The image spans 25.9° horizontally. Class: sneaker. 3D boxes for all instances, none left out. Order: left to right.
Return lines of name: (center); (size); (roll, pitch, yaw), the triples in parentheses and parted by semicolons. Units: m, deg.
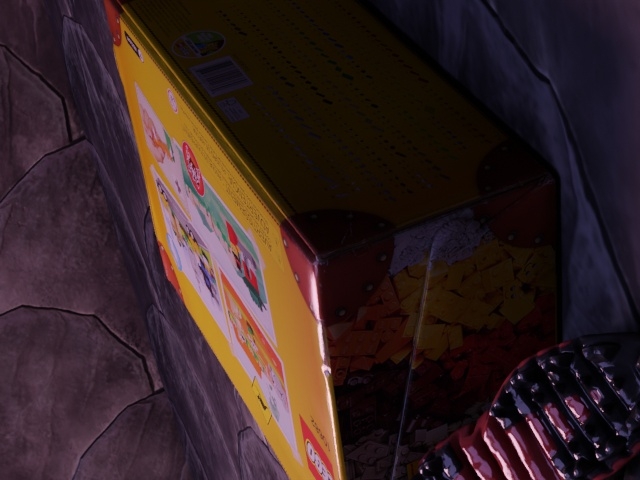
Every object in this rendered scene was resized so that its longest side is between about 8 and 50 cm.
sneaker: (0.176, 0.141, 1.002); (0.276, 0.135, 0.097); (-51, 59, 45)

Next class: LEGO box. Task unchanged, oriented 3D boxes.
LEGO box: (0.000, 0.000, 1.239); (0.500, 0.193, 0.372); (-128, 23, -48)
